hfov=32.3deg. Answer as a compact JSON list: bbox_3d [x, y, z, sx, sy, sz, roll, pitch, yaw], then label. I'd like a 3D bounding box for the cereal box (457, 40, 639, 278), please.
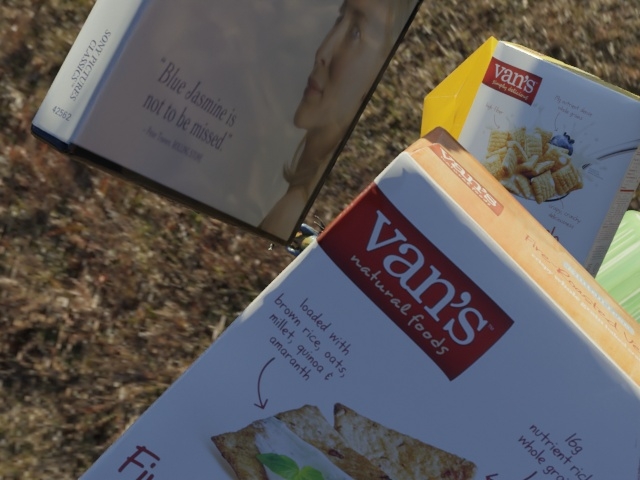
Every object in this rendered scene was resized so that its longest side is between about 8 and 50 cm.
[{"bbox_3d":[0.197,-0.045,1.033,0.173,0.047,0.240,32,111,34],"label":"cereal box"}]

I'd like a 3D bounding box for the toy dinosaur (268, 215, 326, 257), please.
[{"bbox_3d":[0.000,0.000,0.952,0.082,0.090,0.047,19,104,6],"label":"toy dinosaur"}]

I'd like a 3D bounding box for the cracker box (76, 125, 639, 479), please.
[{"bbox_3d":[0.012,0.096,0.389,0.156,0.067,0.232,45,110,3],"label":"cracker box"}]

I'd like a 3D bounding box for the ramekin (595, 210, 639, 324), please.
[{"bbox_3d":[0.372,0.111,1.209,0.148,0.303,0.303,-41,66,15],"label":"ramekin"}]

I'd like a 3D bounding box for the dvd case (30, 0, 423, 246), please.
[{"bbox_3d":[0.006,-0.124,0.424,0.022,0.180,0.253,29,91,24],"label":"dvd case"}]

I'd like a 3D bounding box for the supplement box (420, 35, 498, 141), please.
[{"bbox_3d":[0.237,-0.108,1.366,0.129,0.194,0.191,-41,25,36],"label":"supplement box"}]
